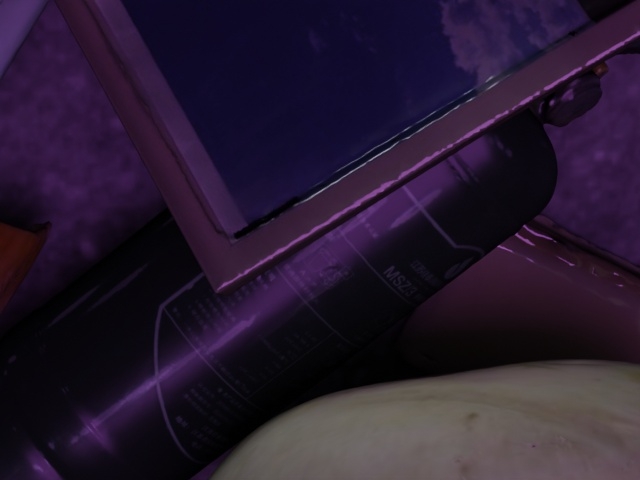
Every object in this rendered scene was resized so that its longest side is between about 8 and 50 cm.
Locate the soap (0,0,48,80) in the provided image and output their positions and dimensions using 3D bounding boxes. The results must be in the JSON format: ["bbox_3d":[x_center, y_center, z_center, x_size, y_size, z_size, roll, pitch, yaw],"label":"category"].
[{"bbox_3d":[-0.153,-0.157,0.528,0.173,0.095,0.289,35,104,-1],"label":"soap"}]

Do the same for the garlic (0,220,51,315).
[{"bbox_3d":[-0.213,0.018,0.615,0.196,0.087,0.101,14,86,-8],"label":"garlic"}]

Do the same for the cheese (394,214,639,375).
[{"bbox_3d":[0.226,0.093,0.726,0.400,0.034,0.085,24,102,-16],"label":"cheese"}]

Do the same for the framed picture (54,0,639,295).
[{"bbox_3d":[0.027,-0.124,0.573,0.260,0.023,0.189,-30,81,7],"label":"framed picture"}]

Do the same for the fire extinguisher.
[{"bbox_3d":[0.000,0.000,0.633,0.311,0.095,0.114,-39,155,10],"label":"fire extinguisher"}]

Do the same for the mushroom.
[{"bbox_3d":[0.068,0.145,0.593,0.246,0.246,0.202,-15,77,-1],"label":"mushroom"}]
